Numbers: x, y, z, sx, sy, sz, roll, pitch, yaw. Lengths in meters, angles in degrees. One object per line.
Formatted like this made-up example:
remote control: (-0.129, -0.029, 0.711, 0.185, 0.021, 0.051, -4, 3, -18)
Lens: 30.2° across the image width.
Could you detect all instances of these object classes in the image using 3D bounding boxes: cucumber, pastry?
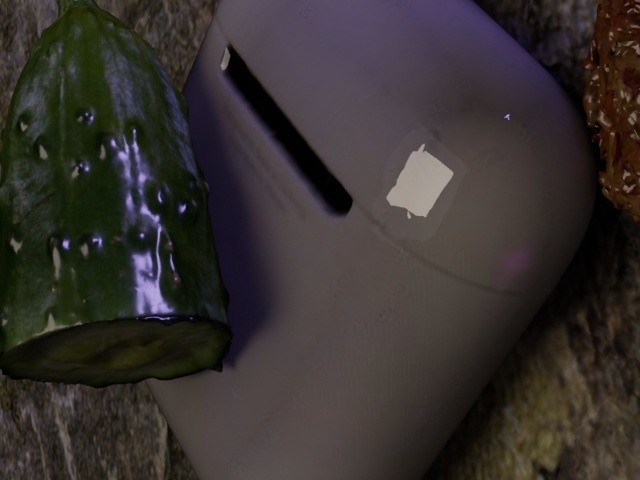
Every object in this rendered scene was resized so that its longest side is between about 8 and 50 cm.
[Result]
cucumber: (-0.127, -0.040, 0.678, 0.134, 0.134, 0.244, -29, 64, 46)
pastry: (0.171, -0.091, 0.566, 0.063, 0.087, 0.169, 32, -127, -85)

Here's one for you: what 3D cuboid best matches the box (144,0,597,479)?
box: (-0.001, 0.000, 0.725, 0.288, 0.141, 0.349, 55, 129, 37)
